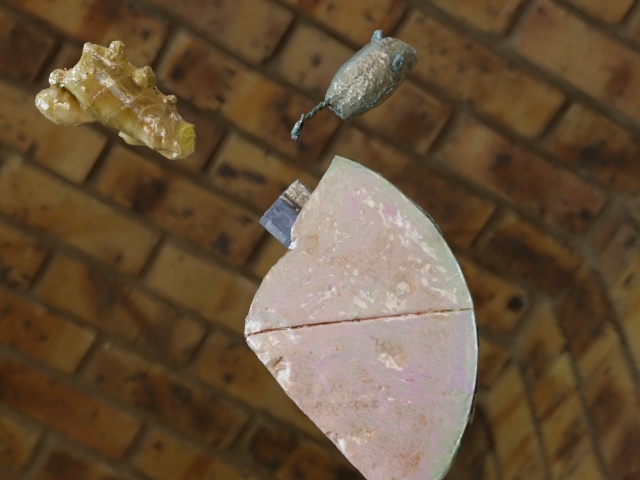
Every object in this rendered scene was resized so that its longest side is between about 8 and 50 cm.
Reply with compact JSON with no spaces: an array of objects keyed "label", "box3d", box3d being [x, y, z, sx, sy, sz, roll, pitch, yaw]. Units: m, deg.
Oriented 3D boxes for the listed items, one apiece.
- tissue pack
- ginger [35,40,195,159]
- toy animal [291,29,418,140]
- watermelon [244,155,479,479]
[{"label":"tissue pack","box3d":[0.000,0.000,2.070,0.156,0.112,0.051,43,-115,-1]},{"label":"ginger","box3d":[-0.242,-0.177,1.957,0.205,0.115,0.081,19,174,-4]},{"label":"toy animal","box3d":[0.029,-0.178,1.907,0.070,0.079,0.253,30,-135,27]},{"label":"watermelon","box3d":[0.068,0.107,1.884,0.319,0.292,0.222,38,180,3]}]
